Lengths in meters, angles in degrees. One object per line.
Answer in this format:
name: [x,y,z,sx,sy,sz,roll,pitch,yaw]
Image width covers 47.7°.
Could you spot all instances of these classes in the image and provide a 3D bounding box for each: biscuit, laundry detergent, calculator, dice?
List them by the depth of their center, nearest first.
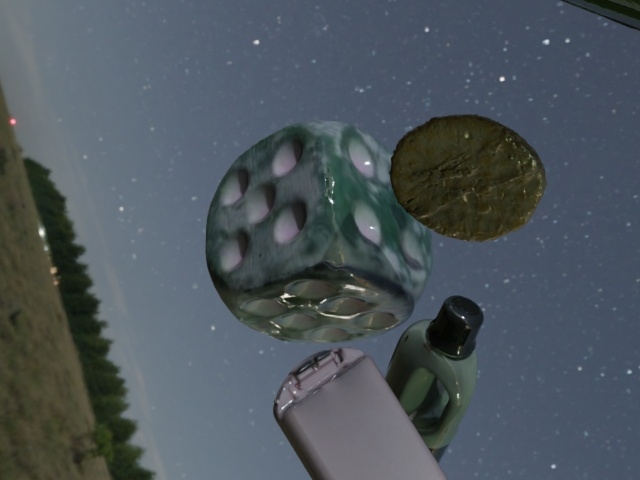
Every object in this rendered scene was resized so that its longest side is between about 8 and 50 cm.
calculator: [0.035,0.170,0.587,0.175,0.100,0.032,58,-31,5]
laundry detergent: [0.100,0.142,0.685,0.099,0.070,0.225,-109,-153,-46]
biscuit: [0.203,-0.082,1.017,0.033,0.220,0.219,-65,164,-46]
dice: [0.000,0.000,1.403,0.330,0.328,0.348,-27,-128,32]

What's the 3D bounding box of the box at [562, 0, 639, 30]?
box: [0.328,-0.391,0.789,0.253,0.329,0.177,95,18,-75]
